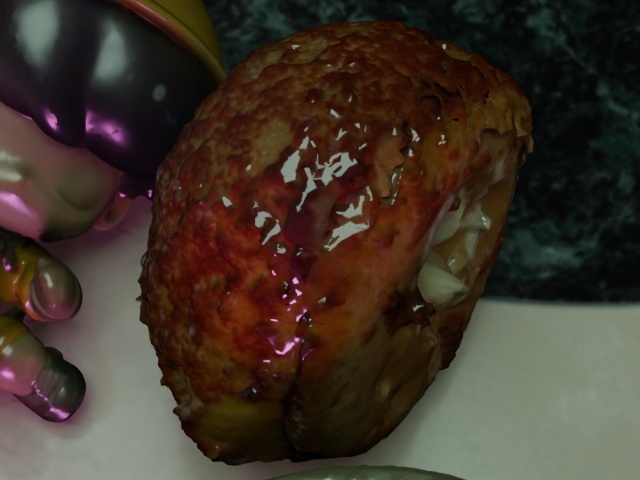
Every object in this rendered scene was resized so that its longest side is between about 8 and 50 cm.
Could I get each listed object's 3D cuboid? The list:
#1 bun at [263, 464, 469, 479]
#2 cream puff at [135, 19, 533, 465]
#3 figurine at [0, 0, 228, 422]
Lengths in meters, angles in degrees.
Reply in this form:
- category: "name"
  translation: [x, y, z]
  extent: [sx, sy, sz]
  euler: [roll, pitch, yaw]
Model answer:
- category: "bun"
  translation: [0.031, 0.287, 0.735]
  extent: [0.364, 0.202, 0.364]
  euler: [-2, 72, 5]
- category: "cream puff"
  translation: [0.000, 0.000, 0.834]
  extent: [0.164, 0.240, 0.240]
  euler: [20, 70, 16]
- category: "figurine"
  translation: [-0.159, -0.047, 0.883]
  extent: [0.167, 0.192, 0.257]
  euler: [28, 87, 52]
